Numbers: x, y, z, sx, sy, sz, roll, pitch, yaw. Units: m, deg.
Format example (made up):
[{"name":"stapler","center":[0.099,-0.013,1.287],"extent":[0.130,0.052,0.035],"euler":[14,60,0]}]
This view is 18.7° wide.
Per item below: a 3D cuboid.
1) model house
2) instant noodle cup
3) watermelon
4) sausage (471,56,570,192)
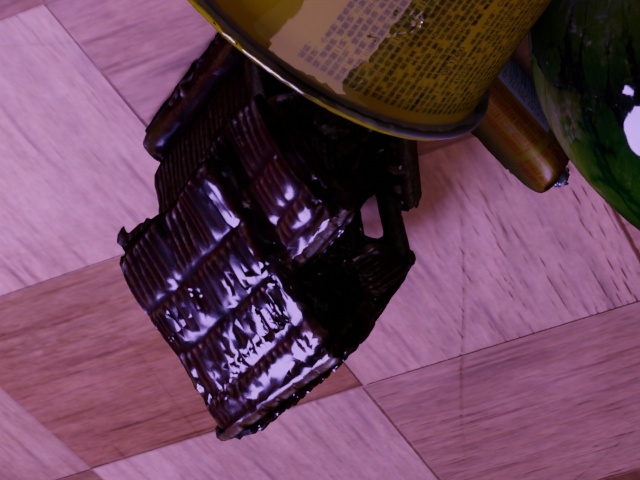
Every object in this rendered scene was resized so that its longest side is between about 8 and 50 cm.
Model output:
[{"name":"model house","center":[0.000,0.000,1.638],"extent":[0.297,0.282,0.317],"euler":[20,136,-30]},{"name":"instant noodle cup","center":[0.062,-0.265,1.296],"extent":[0.326,0.325,0.254],"euler":[22,127,-31]},{"name":"watermelon","center":[0.327,-0.143,1.446],"extent":[0.363,0.363,0.363],"euler":[-4,143,-3]},{"name":"sausage","center":[0.129,-0.143,1.641],"extent":[0.082,0.082,0.371],"euler":[-24,140,23]}]
